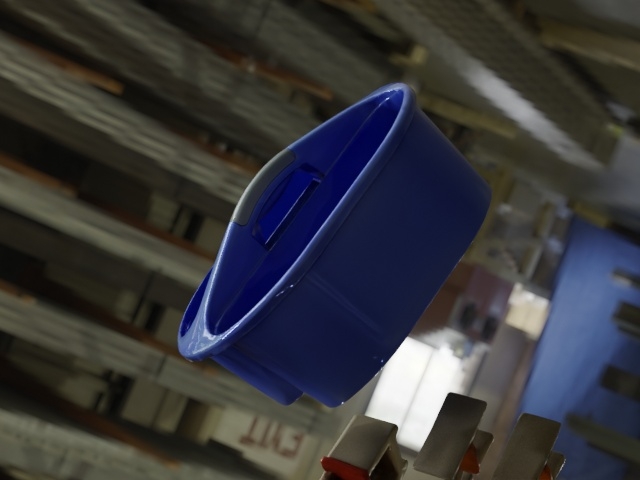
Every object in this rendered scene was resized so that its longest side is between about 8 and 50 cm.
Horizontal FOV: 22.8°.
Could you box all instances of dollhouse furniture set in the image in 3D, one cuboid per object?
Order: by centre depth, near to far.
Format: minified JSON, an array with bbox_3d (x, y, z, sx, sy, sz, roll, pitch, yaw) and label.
[{"bbox_3d":[0.126,0.280,1.583,0.259,0.135,0.262,14,144,25],"label":"dollhouse furniture set"}]

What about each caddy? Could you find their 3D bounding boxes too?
[{"bbox_3d":[0.000,0.000,1.522,0.179,0.341,0.241,42,160,-17],"label":"caddy"}]
